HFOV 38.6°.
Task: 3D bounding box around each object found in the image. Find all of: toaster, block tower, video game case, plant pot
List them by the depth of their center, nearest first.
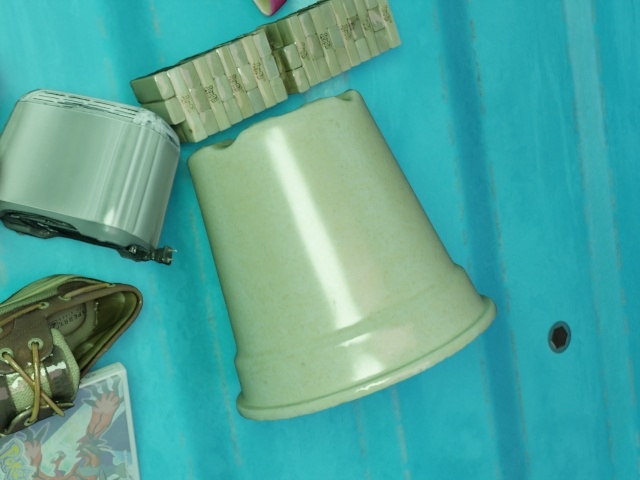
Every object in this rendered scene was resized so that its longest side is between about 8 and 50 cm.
[{"bbox_3d":[-0.245,-0.068,0.973,0.129,0.226,0.147,48,55,-73],"label":"toaster"},{"bbox_3d":[-0.296,0.251,1.031,0.183,0.023,0.201,-19,125,-29],"label":"video game case"},{"bbox_3d":[0.000,0.000,1.085,0.333,0.333,0.306,-24,96,-28],"label":"plant pot"},{"bbox_3d":[-0.062,-0.221,1.136,0.335,0.097,0.091,-29,109,-25],"label":"block tower"}]

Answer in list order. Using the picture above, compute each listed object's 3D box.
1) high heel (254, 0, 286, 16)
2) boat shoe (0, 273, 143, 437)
[{"bbox_3d":[-0.115,-0.383,1.094,0.244,0.082,0.117,39,63,-42],"label":"high heel"},{"bbox_3d":[-0.295,0.123,0.909,0.342,0.123,0.123,-40,123,-61],"label":"boat shoe"}]
